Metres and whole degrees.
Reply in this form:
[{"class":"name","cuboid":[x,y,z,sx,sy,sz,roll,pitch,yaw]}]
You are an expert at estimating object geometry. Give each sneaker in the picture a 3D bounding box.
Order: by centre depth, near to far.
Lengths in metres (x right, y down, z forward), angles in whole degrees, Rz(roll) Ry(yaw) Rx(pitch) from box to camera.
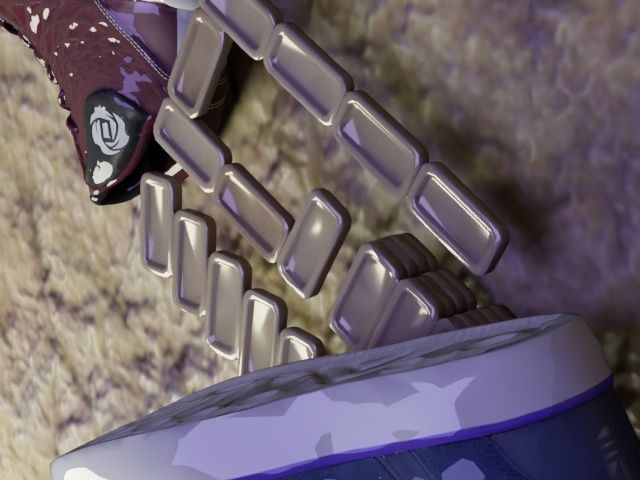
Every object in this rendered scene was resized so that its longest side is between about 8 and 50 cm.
[{"class":"sneaker","cuboid":[0.025,0.176,0.852,0.322,0.130,0.236,-16,94,35]},{"class":"sneaker","cuboid":[-0.155,-0.106,1.092,0.281,0.106,0.163,15,111,49]}]

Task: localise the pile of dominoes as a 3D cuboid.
[{"class":"pile of dominoes","cuboid":[0.000,0.000,0.947,0.251,0.040,0.196,47,130,29]}]
